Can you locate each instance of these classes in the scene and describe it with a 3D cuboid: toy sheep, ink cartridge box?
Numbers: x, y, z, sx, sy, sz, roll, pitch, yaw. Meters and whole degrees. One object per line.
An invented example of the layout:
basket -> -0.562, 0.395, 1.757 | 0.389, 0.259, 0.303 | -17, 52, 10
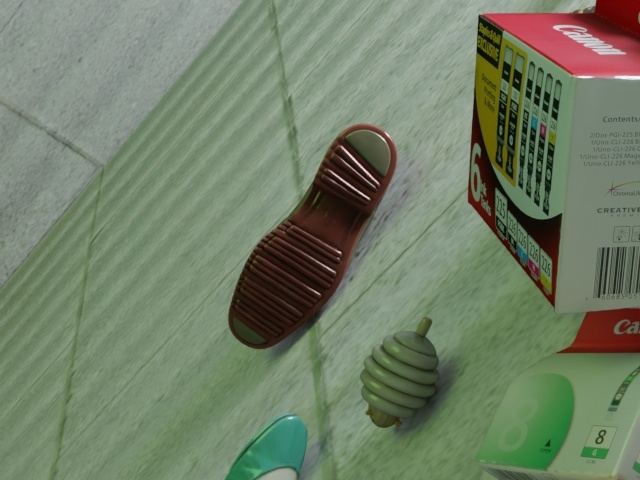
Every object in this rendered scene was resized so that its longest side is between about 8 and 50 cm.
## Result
toy sheep -> 0.086, 0.140, 1.345 | 0.091, 0.091, 0.132 | -136, 63, -68
ink cartridge box -> 0.236, -0.117, 1.145 | 0.309, 0.130, 0.272 | -113, 22, -70
ink cartridge box -> 0.248, 0.113, 1.099 | 0.181, 0.056, 0.224 | -9, 50, 60

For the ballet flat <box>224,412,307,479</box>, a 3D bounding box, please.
ballet flat -> -0.085, 0.314, 1.473 | 0.247, 0.083, 0.087 | -49, 47, 14

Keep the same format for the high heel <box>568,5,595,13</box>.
high heel -> 0.375, -0.259, 1.303 | 0.261, 0.093, 0.186 | 31, 92, 52

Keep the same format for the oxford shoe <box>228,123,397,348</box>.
oxford shoe -> 0.000, 0.000, 1.733 | 0.348, 0.123, 0.130 | -53, -5, 7
